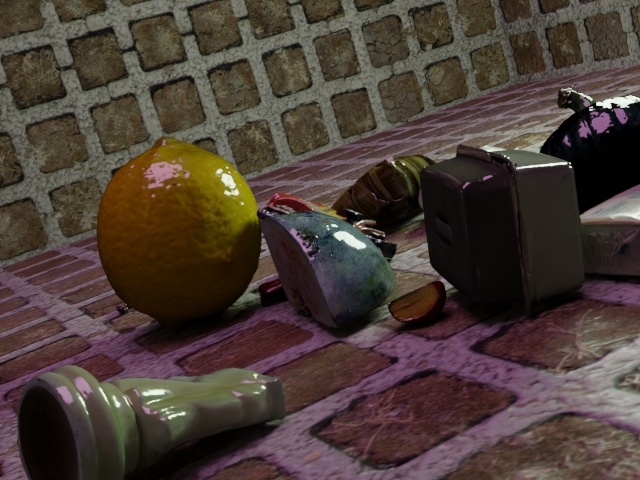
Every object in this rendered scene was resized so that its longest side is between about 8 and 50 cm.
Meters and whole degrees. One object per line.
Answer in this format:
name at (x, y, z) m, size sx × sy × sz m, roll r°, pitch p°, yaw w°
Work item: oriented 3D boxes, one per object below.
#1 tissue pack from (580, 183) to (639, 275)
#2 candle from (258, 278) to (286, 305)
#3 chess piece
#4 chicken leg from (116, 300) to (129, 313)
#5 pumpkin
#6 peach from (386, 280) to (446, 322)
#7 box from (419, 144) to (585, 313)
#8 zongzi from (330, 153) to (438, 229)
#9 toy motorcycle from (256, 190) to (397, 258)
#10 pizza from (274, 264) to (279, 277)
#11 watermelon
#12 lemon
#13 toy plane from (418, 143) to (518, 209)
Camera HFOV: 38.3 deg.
tissue pack at (0.466, -0.019, 1.322) m, size 0.196 × 0.092 × 0.148 m, roll -23°, pitch 13°, yaw -34°
candle at (-0.040, 0.074, 1.719) m, size 0.162 × 0.048 × 0.053 m, roll -19°, pitch -8°, yaw -9°
chess piece at (-0.194, 0.211, 1.105) m, size 0.298 × 0.175 × 0.176 m, roll -9°, pitch 4°, yaw -40°
chicken leg at (-0.427, 0.144, 2.012) m, size 0.036 × 0.021 × 0.083 m, roll -6°, pitch 14°, yaw 8°
pumpkin at (0.468, -0.156, 1.532) m, size 0.248 × 0.248 × 0.248 m, roll -16°, pitch 11°, yaw 3°
peach at (0.144, 0.094, 1.343) m, size 0.083 × 0.050 × 0.077 m, roll -13°, pitch -16°, yaw -30°
box at (0.256, -0.027, 1.344) m, size 0.166 × 0.220 × 0.290 m, roll -9°, pitch 11°, yaw -6°
zongzi at (0.131, -0.083, 2.113) m, size 0.288 × 0.134 × 0.286 m, roll -36°, pitch -11°, yaw 28°
toy motorcycle at (0.001, -0.025, 1.741) m, size 0.298 × 0.089 × 0.171 m, roll 16°, pitch -1°, yaw -28°
pizza at (-0.029, 0.040, 1.897) m, size 0.160 × 0.035 × 0.099 m, roll -21°, pitch 13°, yaw -24°
watermelon at (0.021, 0.020, 1.534) m, size 0.175 × 0.188 × 0.322 m, roll -22°, pitch 14°, yaw -17°
lemon at (-0.262, -0.012, 1.731) m, size 0.336 × 0.336 × 0.336 m, roll -16°, pitch 11°, yaw 3°
toy plane at (0.318, -0.123, 1.952) m, size 0.252 × 0.118 × 0.252 m, roll -29°, pitch -6°, yaw -4°
